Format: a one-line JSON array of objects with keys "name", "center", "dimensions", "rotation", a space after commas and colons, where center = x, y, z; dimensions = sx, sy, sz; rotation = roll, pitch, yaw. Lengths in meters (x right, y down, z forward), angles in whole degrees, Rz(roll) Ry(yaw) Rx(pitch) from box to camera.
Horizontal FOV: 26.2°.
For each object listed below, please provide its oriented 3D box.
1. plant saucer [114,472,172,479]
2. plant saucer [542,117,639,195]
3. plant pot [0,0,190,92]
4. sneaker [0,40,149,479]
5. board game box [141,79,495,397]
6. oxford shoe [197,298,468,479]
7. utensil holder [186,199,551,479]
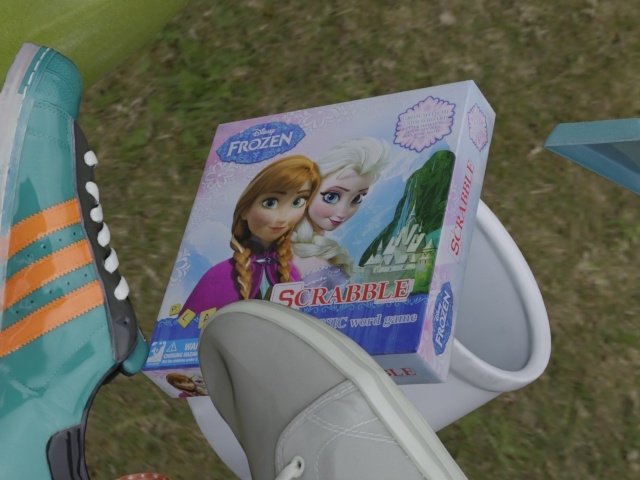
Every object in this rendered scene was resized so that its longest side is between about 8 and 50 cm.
[{"name": "plant saucer", "center": [-0.208, 0.290, 1.575], "dimensions": [0.083, 0.083, 0.013], "rotation": [-11, 109, -20]}, {"name": "plant saucer", "center": [0.212, -0.051, 0.891], "dimensions": [0.192, 0.067, 0.018], "rotation": [16, 75, -56]}, {"name": "plant pot", "center": [-0.266, -0.309, 1.540], "dimensions": [0.293, 0.275, 0.274], "rotation": [-22, 100, 22]}, {"name": "sneaker", "center": [-0.164, 0.030, 0.860], "dimensions": [0.121, 0.108, 0.302], "rotation": [8, 80, -13]}, {"name": "board game box", "center": [0.000, 0.000, 1.397], "dimensions": [0.066, 0.319, 0.318], "rotation": [49, 44, -44]}, {"name": "oxford shoe", "center": [0.020, 0.198, 0.915], "dimensions": [0.130, 0.449, 0.169], "rotation": [-18, 136, -26]}, {"name": "utensil holder", "center": [0.050, 0.127, 1.813], "dimensions": [0.327, 0.385, 0.327], "rotation": [36, 35, -30]}]
